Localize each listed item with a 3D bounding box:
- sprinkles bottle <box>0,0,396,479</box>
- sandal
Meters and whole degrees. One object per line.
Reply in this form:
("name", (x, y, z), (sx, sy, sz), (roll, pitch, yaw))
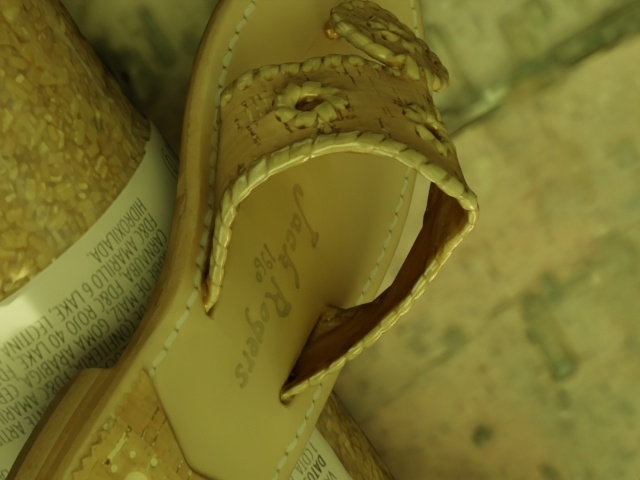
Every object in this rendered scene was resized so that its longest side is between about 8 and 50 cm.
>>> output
("sprinkles bottle", (-0.051, 0.064, 0.506), (0.121, 0.121, 0.355), (-30, 116, 8))
("sandal", (0.004, 0.004, 0.426), (0.079, 0.240, 0.088), (-7, 139, 44))
